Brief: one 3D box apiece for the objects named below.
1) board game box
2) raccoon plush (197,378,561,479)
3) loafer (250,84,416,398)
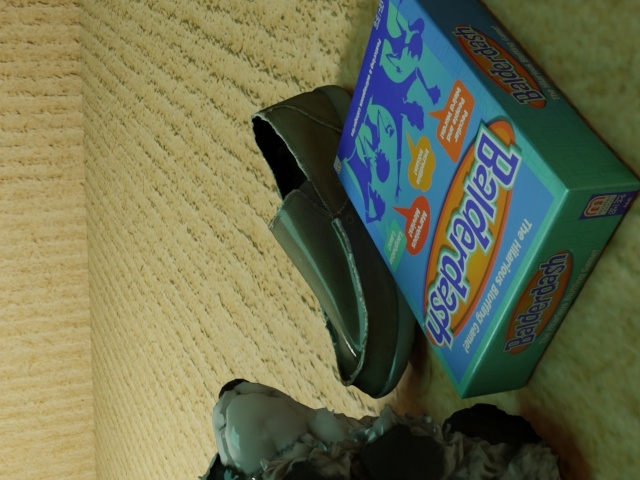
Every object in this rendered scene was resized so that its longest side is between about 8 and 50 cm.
[{"bbox_3d":[0.079,-0.039,0.522,0.160,0.047,0.210,106,148,-41],"label":"board game box"},{"bbox_3d":[0.031,0.291,0.539,0.299,0.216,0.447,123,136,-68],"label":"raccoon plush"},{"bbox_3d":[0.000,0.000,0.668,0.094,0.087,0.251,126,134,-58],"label":"loafer"}]
